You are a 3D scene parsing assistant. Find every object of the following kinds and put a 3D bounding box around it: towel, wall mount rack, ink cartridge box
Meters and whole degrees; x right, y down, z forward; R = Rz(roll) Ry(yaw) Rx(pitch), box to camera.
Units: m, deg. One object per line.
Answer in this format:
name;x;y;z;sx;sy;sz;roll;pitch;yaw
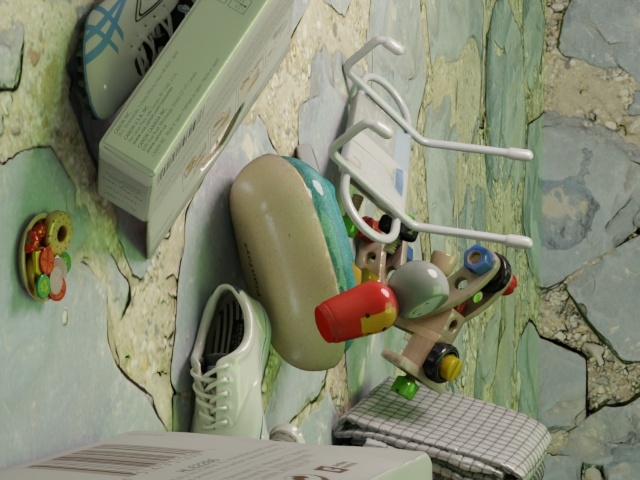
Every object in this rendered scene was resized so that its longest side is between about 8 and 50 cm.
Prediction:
towel;0.174;0.311;2.404;0.235;0.284;0.121;-31;133;-67
wall mount rack;0.151;-0.116;2.330;0.304;0.130;0.350;39;35;-23
ink cartridge box;-0.118;-0.149;1.660;0.296;0.066;0.261;-58;177;-19

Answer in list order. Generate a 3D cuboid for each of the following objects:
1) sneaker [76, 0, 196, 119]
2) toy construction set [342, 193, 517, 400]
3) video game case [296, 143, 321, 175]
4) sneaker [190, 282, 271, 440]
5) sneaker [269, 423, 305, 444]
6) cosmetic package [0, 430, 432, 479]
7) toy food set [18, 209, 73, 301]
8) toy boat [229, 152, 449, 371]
sneaker;-0.171;-0.204;1.617;0.237;0.086;0.085;-69;155;-44
toy construction set;0.134;0.111;2.427;0.309;0.258;0.237;51;60;-75
video game case;0.000;0.000;2.122;0.212;0.023;0.193;-107;-170;-67
sneaker;-0.111;0.168;1.837;0.091;0.094;0.258;50;35;-51
sneaker;-0.045;0.317;2.070;0.075;0.063;0.170;-22;107;-71
cosmetic package;-0.105;0.387;1.437;0.329;0.328;0.393;-8;99;-67
toy food set;-0.246;0.016;1.501;0.083;0.020;0.082;-26;116;-70
toy boat;0.017;0.039;1.892;0.318;0.148;0.267;31;-43;61
